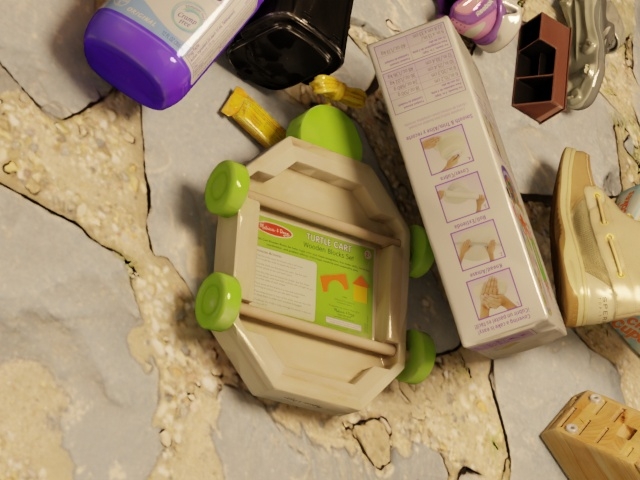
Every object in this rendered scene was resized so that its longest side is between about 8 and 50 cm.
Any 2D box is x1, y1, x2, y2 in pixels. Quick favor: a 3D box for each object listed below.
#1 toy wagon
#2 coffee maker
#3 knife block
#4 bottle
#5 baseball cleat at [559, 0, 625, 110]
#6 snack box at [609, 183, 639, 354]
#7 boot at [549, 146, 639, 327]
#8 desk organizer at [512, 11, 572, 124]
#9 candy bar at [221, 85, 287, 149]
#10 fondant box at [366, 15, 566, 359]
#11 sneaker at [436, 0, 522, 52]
[{"bbox_3d":[0.000,0.000,1.613,0.267,0.068,0.344,18,63,-34],"label":"toy wagon"},{"bbox_3d":[-0.017,-0.268,1.666,0.120,0.171,0.178,19,55,-13],"label":"coffee maker"},{"bbox_3d":[0.379,0.327,1.801,0.276,0.242,0.088,23,39,26],"label":"knife block"},{"bbox_3d":[-0.114,-0.261,1.582,0.118,0.092,0.283,34,66,9],"label":"bottle"},{"bbox_3d":[0.357,-0.248,2.042,0.109,0.072,0.206,26,59,-37],"label":"baseball cleat"},{"bbox_3d":[0.468,0.099,1.981,0.322,0.060,0.187,46,48,-15],"label":"snack box"},{"bbox_3d":[0.372,-0.005,1.837,0.203,0.095,0.262,1,43,3],"label":"boot"},{"bbox_3d":[0.276,-0.216,1.976,0.050,0.047,0.130,26,55,-26],"label":"desk organizer"},{"bbox_3d":[-0.039,-0.096,1.674,0.161,0.018,0.040,44,51,-17],"label":"candy bar"},{"bbox_3d":[0.160,-0.047,1.684,0.238,0.096,0.330,29,42,-75],"label":"fondant box"},{"bbox_3d":[0.174,-0.346,1.923,0.104,0.095,0.236,6,67,-30],"label":"sneaker"}]
